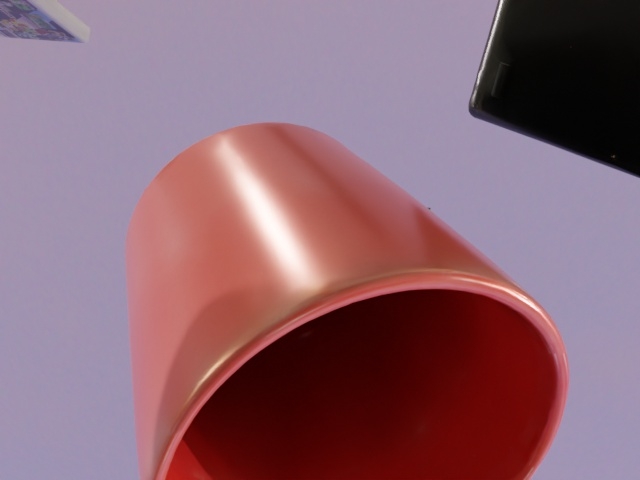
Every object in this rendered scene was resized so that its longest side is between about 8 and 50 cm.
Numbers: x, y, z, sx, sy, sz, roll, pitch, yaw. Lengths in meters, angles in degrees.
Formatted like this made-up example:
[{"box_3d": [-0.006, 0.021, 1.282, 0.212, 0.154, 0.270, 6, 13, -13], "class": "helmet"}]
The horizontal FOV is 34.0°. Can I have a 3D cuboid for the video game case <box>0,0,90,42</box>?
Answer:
[{"box_3d": [-0.378, -0.267, 1.137, 0.183, 0.201, 0.023, 7, -100, 18], "class": "video game case"}]

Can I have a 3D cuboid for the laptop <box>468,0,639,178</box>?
[{"box_3d": [0.390, -0.233, 0.851, 0.407, 0.382, 0.236, 23, -153, 19], "class": "laptop"}]

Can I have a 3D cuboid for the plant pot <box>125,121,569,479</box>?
[{"box_3d": [-0.013, 0.062, 0.701, 0.274, 0.275, 0.243, -19, -139, -11], "class": "plant pot"}]

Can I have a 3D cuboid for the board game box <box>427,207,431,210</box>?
[{"box_3d": [0.000, 0.000, 1.162, 0.259, 0.136, 0.030, 8, -127, 20], "class": "board game box"}]
